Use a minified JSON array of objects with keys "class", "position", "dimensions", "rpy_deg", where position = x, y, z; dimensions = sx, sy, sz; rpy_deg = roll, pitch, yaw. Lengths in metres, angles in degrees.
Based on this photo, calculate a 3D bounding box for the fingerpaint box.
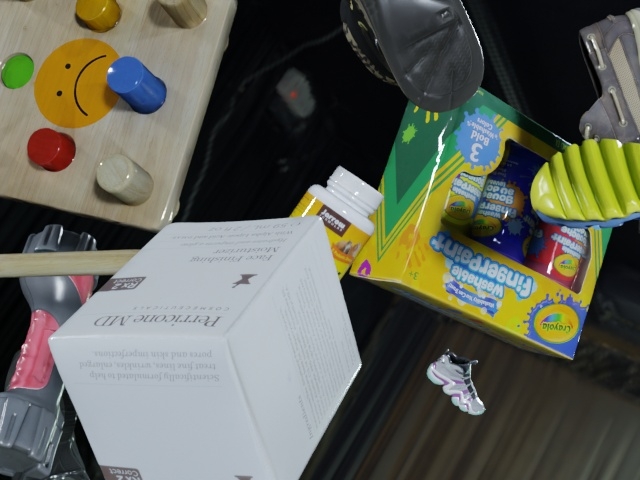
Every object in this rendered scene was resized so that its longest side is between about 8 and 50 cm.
[{"class":"fingerpaint box","position":[0.321,-0.027,1.726],"dimensions":[0.445,0.371,0.163],"rpy_deg":[25,-10,-31]}]

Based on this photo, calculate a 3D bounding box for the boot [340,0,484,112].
[{"class":"boot","position":[0.074,-0.345,1.168],"dimensions":[0.377,0.138,0.284],"rpy_deg":[64,1,-12]}]

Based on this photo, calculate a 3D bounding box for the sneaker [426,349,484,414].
[{"class":"sneaker","position":[0.203,0.194,1.319],"dimensions":[0.098,0.038,0.069],"rpy_deg":[40,-59,6]}]

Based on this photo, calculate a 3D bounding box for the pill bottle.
[{"class":"pill bottle","position":[0.000,0.000,1.398],"dimensions":[0.117,0.215,0.117],"rpy_deg":[35,3,-2]}]

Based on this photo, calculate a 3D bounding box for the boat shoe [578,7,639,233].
[{"class":"boat shoe","position":[0.457,-0.173,1.425],"dimensions":[0.130,0.355,0.132],"rpy_deg":[-7,-17,15]}]

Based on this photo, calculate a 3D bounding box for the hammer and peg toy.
[{"class":"hammer and peg toy","position":[-0.238,-0.098,0.919],"dimensions":[0.266,0.361,0.127],"rpy_deg":[12,-11,15]}]

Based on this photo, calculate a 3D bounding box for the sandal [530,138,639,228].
[{"class":"sandal","position":[0.433,-0.065,1.213],"dimensions":[0.317,0.126,0.138],"rpy_deg":[-7,-30,23]}]

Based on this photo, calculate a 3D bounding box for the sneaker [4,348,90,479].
[{"class":"sneaker","position":[-0.366,0.272,1.258],"dimensions":[0.109,0.286,0.130],"rpy_deg":[-3,21,-21]}]

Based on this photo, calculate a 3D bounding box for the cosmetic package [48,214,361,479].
[{"class":"cosmetic package","position":[-0.079,0.089,0.738],"dimensions":[0.151,0.183,0.151],"rpy_deg":[-3,-64,25]}]

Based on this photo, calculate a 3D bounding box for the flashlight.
[{"class":"flashlight","position":[-0.341,0.123,1.131],"dimensions":[0.103,0.304,0.103],"rpy_deg":[2,-41,6]}]
